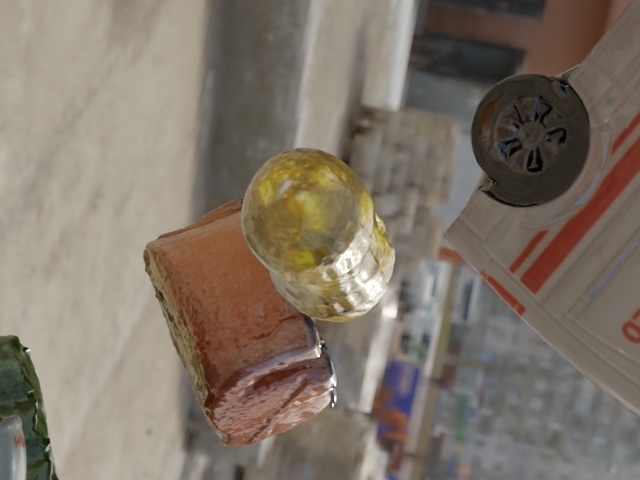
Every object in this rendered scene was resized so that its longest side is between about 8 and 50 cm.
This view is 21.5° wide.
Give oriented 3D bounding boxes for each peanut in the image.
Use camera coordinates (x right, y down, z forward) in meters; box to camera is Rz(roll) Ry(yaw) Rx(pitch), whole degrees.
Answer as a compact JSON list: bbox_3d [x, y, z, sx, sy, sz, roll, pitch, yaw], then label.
[{"bbox_3d":[0.000,0.000,1.092,0.207,0.087,0.087,55,46,-71],"label":"peanut"}]

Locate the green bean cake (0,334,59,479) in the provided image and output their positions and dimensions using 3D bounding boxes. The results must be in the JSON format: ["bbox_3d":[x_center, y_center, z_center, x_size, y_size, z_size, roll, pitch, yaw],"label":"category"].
[{"bbox_3d":[-0.378,0.267,1.571,0.319,0.218,0.335,-32,-115,59],"label":"green bean cake"}]

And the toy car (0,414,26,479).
[{"bbox_3d":[-0.279,0.143,1.082,0.145,0.235,0.235,144,-41,-74],"label":"toy car"}]

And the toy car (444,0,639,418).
[{"bbox_3d":[0.132,-0.046,0.432,0.210,0.108,0.089,-52,156,16],"label":"toy car"}]

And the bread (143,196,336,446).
[{"bbox_3d":[-0.081,0.072,1.579,0.190,0.123,0.244,81,-14,-50],"label":"bread"}]
